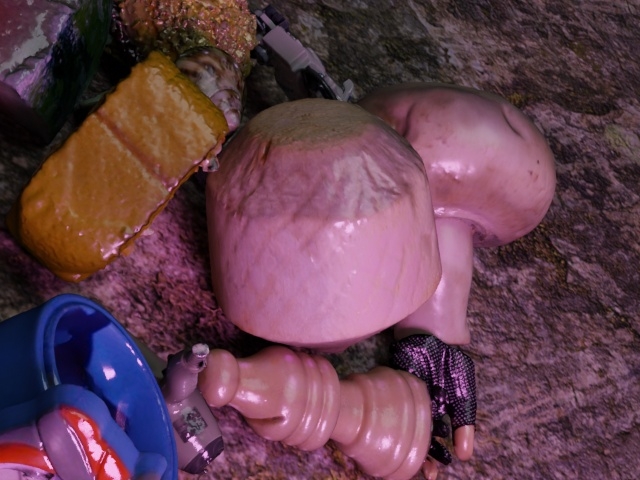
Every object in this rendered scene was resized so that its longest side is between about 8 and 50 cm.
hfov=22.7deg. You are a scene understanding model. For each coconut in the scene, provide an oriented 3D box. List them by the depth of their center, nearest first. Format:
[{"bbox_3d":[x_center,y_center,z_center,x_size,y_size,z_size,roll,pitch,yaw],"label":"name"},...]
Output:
[{"bbox_3d":[0.000,0.000,1.907,0.329,0.329,0.328,29,42,-31],"label":"coconut"}]

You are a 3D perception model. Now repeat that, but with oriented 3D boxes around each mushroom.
[{"bbox_3d":[0.167,-0.065,2.146,0.315,0.315,0.356,-65,141,-51],"label":"mushroom"}]

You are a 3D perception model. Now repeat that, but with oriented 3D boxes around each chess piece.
[{"bbox_3d":[-0.016,0.186,1.889,0.307,0.124,0.138,21,78,-33],"label":"chess piece"}]

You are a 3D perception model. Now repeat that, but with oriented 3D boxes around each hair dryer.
[{"bbox_3d":[-0.190,0.124,1.688,0.219,0.225,0.088,37,59,26],"label":"hair dryer"}]

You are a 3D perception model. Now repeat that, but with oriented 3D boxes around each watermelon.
[{"bbox_3d":[-0.349,-0.277,1.798,0.302,0.151,0.264,28,66,-25],"label":"watermelon"}]

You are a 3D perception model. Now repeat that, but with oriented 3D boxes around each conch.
[{"bbox_3d":[-0.174,-0.154,1.910,0.187,0.181,0.124,-20,89,-35],"label":"conch"}]

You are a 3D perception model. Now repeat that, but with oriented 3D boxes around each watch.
[{"bbox_3d":[-0.230,0.214,1.533,0.305,0.241,0.274,58,18,-29],"label":"watch"}]

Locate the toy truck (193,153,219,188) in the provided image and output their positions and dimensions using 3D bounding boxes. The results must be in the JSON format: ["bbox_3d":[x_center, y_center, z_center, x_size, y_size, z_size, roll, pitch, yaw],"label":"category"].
[{"bbox_3d":[-0.126,-0.090,2.041,0.083,0.039,0.044,2,44,-50],"label":"toy truck"}]

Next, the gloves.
[{"bbox_3d":[0.135,0.223,2.041,0.129,0.106,0.180,55,42,-51],"label":"gloves"}]

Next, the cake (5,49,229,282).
[{"bbox_3d":[-0.226,-0.074,1.759,0.156,0.179,0.260,44,77,-4],"label":"cake"}]

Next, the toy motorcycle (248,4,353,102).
[{"bbox_3d":[-0.038,-0.231,2.170,0.221,0.102,0.150,46,-8,29],"label":"toy motorcycle"}]

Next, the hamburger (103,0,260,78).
[{"bbox_3d":[-0.189,-0.291,2.046,0.262,0.139,0.243,34,41,-28],"label":"hamburger"}]
